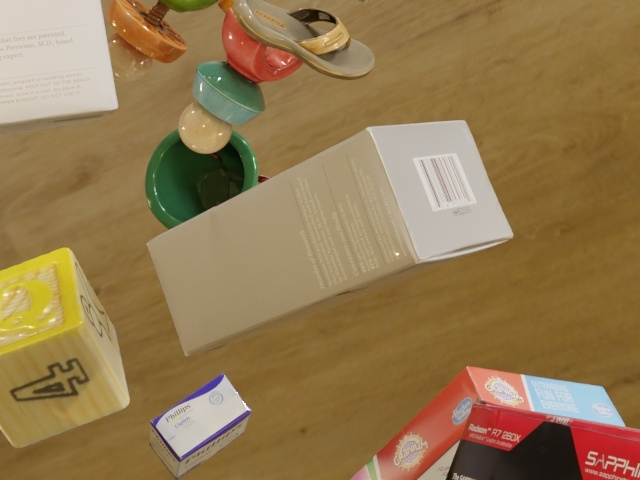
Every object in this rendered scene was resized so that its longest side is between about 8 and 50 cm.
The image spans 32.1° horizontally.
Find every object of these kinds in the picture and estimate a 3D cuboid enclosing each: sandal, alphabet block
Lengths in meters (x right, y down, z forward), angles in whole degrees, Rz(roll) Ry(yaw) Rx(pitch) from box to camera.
[{"bbox_3d":[-0.008,-0.217,1.152,0.180,0.072,0.049,19,128,-35],"label":"sandal"},{"bbox_3d":[-0.421,0.162,1.686,0.194,0.192,0.197,-22,131,-4],"label":"alphabet block"}]

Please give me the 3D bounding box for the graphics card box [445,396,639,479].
[{"bbox_3d":[0.121,0.294,0.684,0.094,0.233,0.370,27,77,-20],"label":"graphics card box"}]

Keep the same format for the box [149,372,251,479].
[{"bbox_3d":[-0.176,0.272,1.613,0.072,0.126,0.137,51,158,15],"label":"box"}]

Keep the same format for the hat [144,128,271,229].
[{"bbox_3d":[-0.133,-0.067,1.675,0.209,0.183,0.173,28,89,24],"label":"hat"}]

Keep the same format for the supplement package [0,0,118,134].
[{"bbox_3d":[-0.276,-0.232,0.889,0.175,0.177,0.292,-10,96,-14],"label":"supplement package"}]

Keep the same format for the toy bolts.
[{"bbox_3d":[-0.124,-0.201,1.282,0.158,0.218,0.228,-53,52,16],"label":"toy bolts"}]

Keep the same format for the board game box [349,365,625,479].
[{"bbox_3d":[0.176,0.282,1.350,0.242,0.064,0.316,13,130,-37],"label":"board game box"}]

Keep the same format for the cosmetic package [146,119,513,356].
[{"bbox_3d":[0.000,0.000,0.818,0.238,0.127,0.107,-28,80,40],"label":"cosmetic package"}]

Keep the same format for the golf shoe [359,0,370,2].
[{"bbox_3d":[0.023,-0.335,1.274,0.086,0.176,0.069,-50,135,6],"label":"golf shoe"}]
